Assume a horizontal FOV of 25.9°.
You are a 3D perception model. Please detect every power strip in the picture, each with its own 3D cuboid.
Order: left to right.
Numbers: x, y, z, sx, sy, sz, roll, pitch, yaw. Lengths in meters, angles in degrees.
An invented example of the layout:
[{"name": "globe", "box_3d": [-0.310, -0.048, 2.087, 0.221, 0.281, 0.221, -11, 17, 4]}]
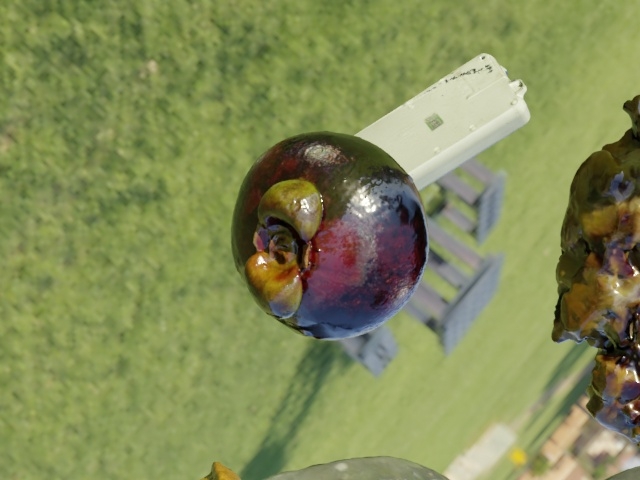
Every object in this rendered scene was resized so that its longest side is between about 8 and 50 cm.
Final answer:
[{"name": "power strip", "box_3d": [0.102, -0.099, 1.293, 0.192, 0.081, 0.035, -33, 142, 6]}]

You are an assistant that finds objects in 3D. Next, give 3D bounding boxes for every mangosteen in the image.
[{"name": "mangosteen", "box_3d": [0.000, 0.000, 0.977, 0.152, 0.152, 0.152, -45, 165, -16]}]

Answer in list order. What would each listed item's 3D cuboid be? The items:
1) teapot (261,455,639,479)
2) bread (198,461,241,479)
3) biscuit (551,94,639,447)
[{"name": "teapot", "box_3d": [0.065, 0.160, 0.431, 0.305, 0.285, 0.223, -49, 128, -5]}, {"name": "bread", "box_3d": [-0.131, 0.432, 1.524, 0.204, 0.358, 0.337, -7, 150, -15]}, {"name": "biscuit", "box_3d": [0.328, 0.027, 1.096, 0.081, 0.289, 0.334, -32, 138, -74]}]
